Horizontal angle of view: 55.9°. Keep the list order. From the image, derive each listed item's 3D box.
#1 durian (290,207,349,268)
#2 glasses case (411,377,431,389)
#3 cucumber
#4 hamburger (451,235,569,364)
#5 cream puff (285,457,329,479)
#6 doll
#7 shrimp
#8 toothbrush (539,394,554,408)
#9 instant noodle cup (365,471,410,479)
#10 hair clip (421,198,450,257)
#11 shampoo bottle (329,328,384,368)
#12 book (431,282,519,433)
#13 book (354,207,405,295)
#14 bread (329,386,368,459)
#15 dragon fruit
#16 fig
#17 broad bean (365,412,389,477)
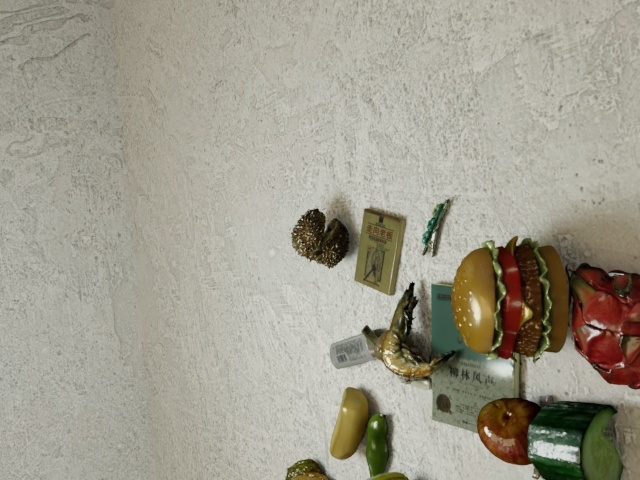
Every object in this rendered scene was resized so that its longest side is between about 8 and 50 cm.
[{"bbox_3d":[0.000,0.000,1.855,0.196,0.196,0.166,46,133,39],"label":"durian"},{"bbox_3d":[0.275,0.394,1.686,0.083,0.021,0.032,7,98,51],"label":"glasses case"},{"bbox_3d":[0.535,0.434,1.247,0.130,0.191,0.191,-15,81,60],"label":"cucumber"},{"bbox_3d":[0.387,0.127,1.286,0.274,0.212,0.274,-3,-90,-84],"label":"hamburger"},{"bbox_3d":[-0.058,0.822,2.038,0.183,0.183,0.169,-59,38,36],"label":"cream puff"},{"bbox_3d":[0.209,0.313,1.691,0.221,0.115,0.105,32,159,38],"label":"doll"},{"bbox_3d":[0.272,0.239,1.601,0.198,0.051,0.261,7,69,29],"label":"shrimp"},{"bbox_3d":[0.544,0.526,1.360,0.029,0.024,0.353,-22,75,57],"label":"toothbrush"},{"bbox_3d":[0.194,0.802,1.617,0.254,0.326,0.325,54,132,47],"label":"instant noodle cup"},{"bbox_3d":[0.300,-0.034,1.601,0.049,0.049,0.172,38,123,43],"label":"hair clip"},{"bbox_3d":[0.116,0.335,1.853,0.227,0.056,0.086,-31,70,48],"label":"shampoo bottle"},{"bbox_3d":[0.387,0.303,1.531,0.264,0.031,0.379,1,94,50],"label":"book"},{"bbox_3d":[0.172,0.032,1.781,0.161,0.026,0.230,22,109,49],"label":"book"},{"bbox_3d":[0.093,0.564,1.854,0.147,0.098,0.217,-75,0,-70],"label":"bread"},{"bbox_3d":[0.577,0.146,1.139,0.233,0.234,0.293,-61,40,34],"label":"dragon fruit"},{"bbox_3d":[0.458,0.436,1.364,0.149,0.202,0.148,-44,32,47],"label":"fig"},{"bbox_3d":[0.157,0.657,1.822,0.098,0.056,0.317,25,113,28],"label":"broad bean"}]
